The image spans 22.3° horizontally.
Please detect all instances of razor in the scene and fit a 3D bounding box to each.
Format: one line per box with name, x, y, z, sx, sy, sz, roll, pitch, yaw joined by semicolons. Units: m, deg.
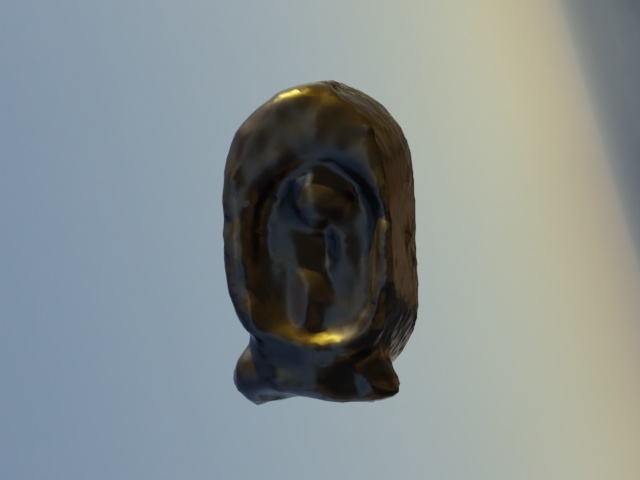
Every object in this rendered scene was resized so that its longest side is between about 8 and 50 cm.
razor;0.004;0.000;0.974;0.327;0.107;0.189;-39;-53;-89
